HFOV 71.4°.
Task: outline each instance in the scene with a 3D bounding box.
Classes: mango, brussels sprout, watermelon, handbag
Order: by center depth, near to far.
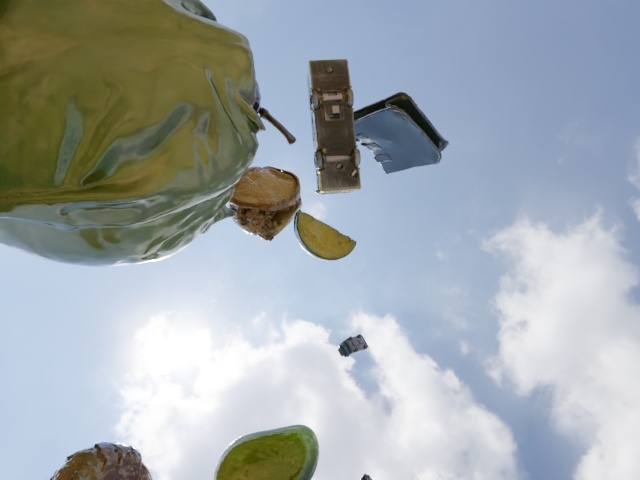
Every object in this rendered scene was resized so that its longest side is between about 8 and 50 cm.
[{"bbox_3d":[-0.312,-0.138,0.594,0.342,0.361,0.425,58,-42,16],"label":"brussels sprout"},{"bbox_3d":[-0.128,0.571,1.108,0.272,0.149,0.185,-9,-124,-10],"label":"mango"},{"bbox_3d":[-0.005,0.004,1.164,0.075,0.181,0.092,-20,-134,65],"label":"watermelon"},{"bbox_3d":[0.222,-0.314,1.356,0.260,0.247,0.079,-4,-126,52],"label":"handbag"}]

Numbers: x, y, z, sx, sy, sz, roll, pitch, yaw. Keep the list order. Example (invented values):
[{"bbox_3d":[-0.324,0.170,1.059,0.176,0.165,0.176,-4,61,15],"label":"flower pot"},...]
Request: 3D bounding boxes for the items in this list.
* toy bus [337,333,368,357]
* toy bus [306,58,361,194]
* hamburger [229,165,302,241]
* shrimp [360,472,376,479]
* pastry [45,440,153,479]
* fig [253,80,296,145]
[{"bbox_3d":[0.080,0.258,1.088,0.046,0.083,0.038,-41,-113,24],"label":"toy bus"},{"bbox_3d":[0.019,-0.193,0.769,0.081,0.074,0.226,-7,-92,-9],"label":"toy bus"},{"bbox_3d":[-0.179,-0.129,1.433,0.243,0.146,0.286,-12,-134,-10],"label":"hamburger"},{"bbox_3d":[0.088,0.602,0.925,0.046,0.219,0.152,29,-70,-9],"label":"shrimp"},{"bbox_3d":[-0.299,0.352,0.606,0.081,0.153,0.153,-30,-122,28],"label":"pastry"},{"bbox_3d":[-0.185,-0.276,0.862,0.203,0.249,0.187,9,-75,42],"label":"fig"}]
